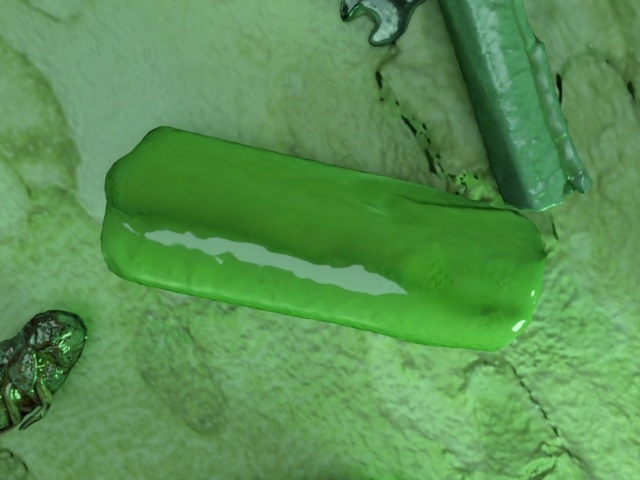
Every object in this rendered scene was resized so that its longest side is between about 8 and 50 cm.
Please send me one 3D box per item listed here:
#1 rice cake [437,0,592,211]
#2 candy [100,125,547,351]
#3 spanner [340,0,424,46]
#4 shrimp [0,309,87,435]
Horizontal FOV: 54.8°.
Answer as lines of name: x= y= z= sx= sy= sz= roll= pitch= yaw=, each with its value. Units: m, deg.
rice cake: x=0.130 y=-0.180 z=0.490 sx=0.063 sy=0.066 sz=0.336 roll=-26 pitch=104 yaw=-6
candy: x=0.000 y=0.000 z=0.499 sx=0.343 sy=0.142 sz=0.132 roll=12 pitch=86 yaw=-2
spanner: x=0.148 y=-0.267 z=0.514 sx=0.302 sy=0.017 sz=0.071 roll=-37 pitch=101 yaw=5
shrimp: x=-0.284 y=0.132 z=0.561 sx=0.190 sy=0.075 sz=0.073 roll=-40 pitch=129 yaw=17
